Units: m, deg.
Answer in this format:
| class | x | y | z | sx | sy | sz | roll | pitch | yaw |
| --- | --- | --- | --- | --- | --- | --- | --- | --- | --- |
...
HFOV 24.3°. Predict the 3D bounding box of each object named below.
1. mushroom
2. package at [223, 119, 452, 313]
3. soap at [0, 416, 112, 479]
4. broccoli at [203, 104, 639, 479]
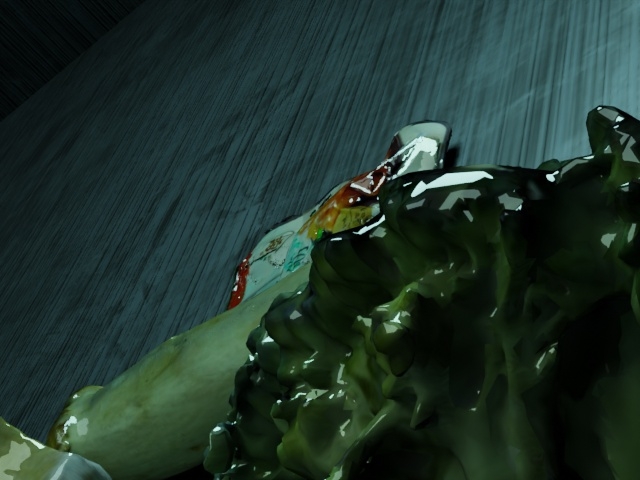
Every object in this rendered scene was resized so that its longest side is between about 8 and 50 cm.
| class | x | y | z | sx | sy | sz | roll | pitch | yaw |
| --- | --- | --- | --- | --- | --- | --- | --- | --- | --- |
| mushroom | -0.053 | 0.085 | 0.948 | 0.312 | 0.081 | 0.100 | -30 | 26 | 26 |
| package | 0.000 | 0.000 | 1.076 | 0.232 | 0.040 | 0.166 | -31 | 23 | 39 |
| soap | -0.235 | 0.251 | 0.702 | 0.335 | 0.156 | 0.293 | -52 | -15 | -23 |
| broccoli | 0.076 | 0.093 | 0.466 | 0.263 | 0.247 | 0.243 | -10 | 54 | -10 |
